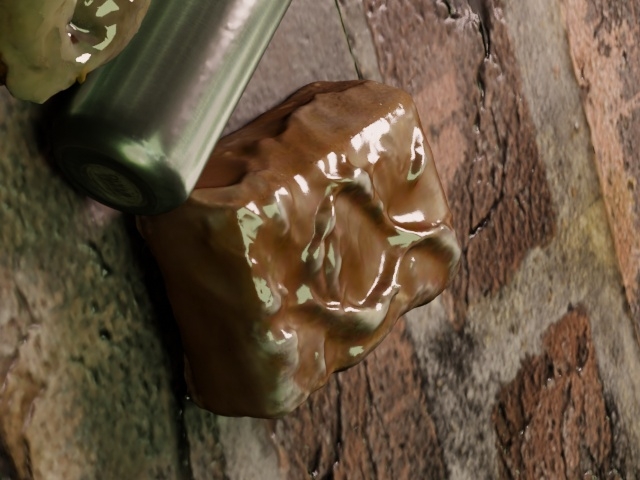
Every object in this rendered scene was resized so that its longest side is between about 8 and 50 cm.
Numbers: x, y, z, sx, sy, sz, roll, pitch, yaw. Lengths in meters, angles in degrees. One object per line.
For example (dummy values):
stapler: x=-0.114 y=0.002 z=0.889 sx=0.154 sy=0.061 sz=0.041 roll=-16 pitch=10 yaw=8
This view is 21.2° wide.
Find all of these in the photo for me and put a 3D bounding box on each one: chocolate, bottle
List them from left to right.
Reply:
bottle: x=-0.064 y=-0.136 z=0.915 sx=0.096 sy=0.079 sz=0.253 roll=31 pitch=65 yaw=-11
chocolate: x=0.000 y=0.000 z=0.983 sx=0.214 sy=0.093 sz=0.148 roll=-36 pitch=120 yaw=-44

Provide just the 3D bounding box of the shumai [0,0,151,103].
shumai: x=-0.124 y=-0.167 z=0.786 sx=0.201 sy=0.120 sz=0.201 roll=6 pitch=81 yaw=-42
